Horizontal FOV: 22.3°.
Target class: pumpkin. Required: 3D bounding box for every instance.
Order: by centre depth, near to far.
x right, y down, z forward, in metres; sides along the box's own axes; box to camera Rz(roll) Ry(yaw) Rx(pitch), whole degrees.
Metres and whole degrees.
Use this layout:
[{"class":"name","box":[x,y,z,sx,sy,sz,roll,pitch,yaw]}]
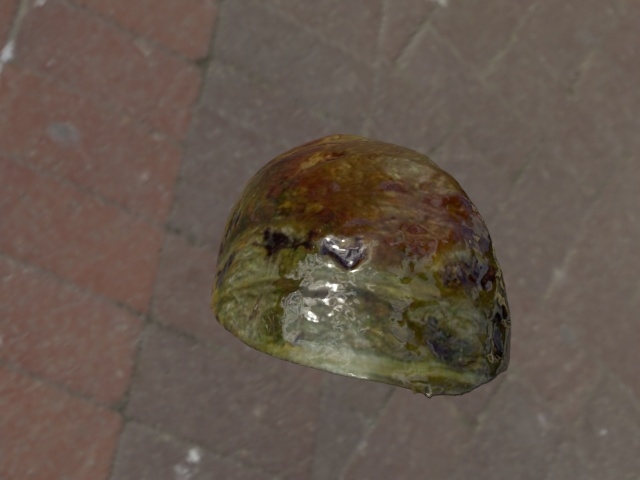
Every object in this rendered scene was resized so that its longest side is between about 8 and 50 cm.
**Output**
[{"class":"pumpkin","box":[0.000,0.000,1.264,0.169,0.312,0.148,-7,112,-44]}]
